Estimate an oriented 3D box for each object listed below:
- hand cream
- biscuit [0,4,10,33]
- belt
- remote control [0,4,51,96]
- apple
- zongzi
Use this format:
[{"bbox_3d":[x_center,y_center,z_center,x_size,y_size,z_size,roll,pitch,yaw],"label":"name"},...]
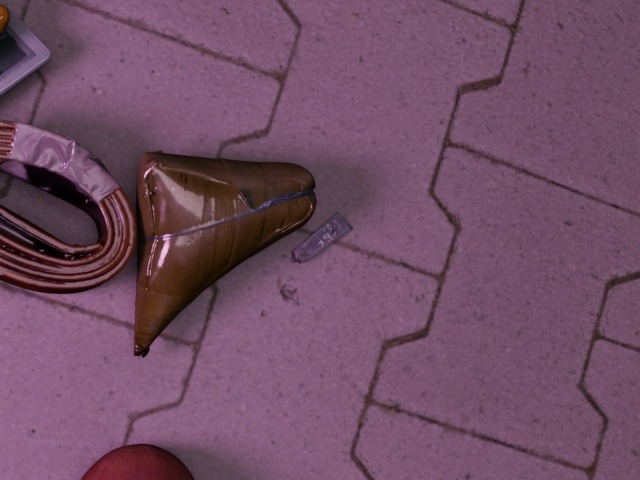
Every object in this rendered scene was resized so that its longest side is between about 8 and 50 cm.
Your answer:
[{"bbox_3d":[0.000,0.000,1.543,0.093,0.019,0.030,-38,97,-16],"label":"hand cream"},{"bbox_3d":[-0.474,-0.243,1.398,0.183,0.039,0.174,26,76,14],"label":"biscuit"},{"bbox_3d":[-0.345,-0.039,1.412,0.261,0.105,0.184,32,79,-9],"label":"belt"},{"bbox_3d":[-0.462,-0.162,1.415,0.293,0.051,0.103,-41,73,-14],"label":"remote control"},{"bbox_3d":[-0.215,0.320,1.412,0.153,0.120,0.153,1,86,-15],"label":"apple"},{"bbox_3d":[-0.119,0.021,1.468,0.228,0.115,0.256,3,92,-21],"label":"zongzi"}]
